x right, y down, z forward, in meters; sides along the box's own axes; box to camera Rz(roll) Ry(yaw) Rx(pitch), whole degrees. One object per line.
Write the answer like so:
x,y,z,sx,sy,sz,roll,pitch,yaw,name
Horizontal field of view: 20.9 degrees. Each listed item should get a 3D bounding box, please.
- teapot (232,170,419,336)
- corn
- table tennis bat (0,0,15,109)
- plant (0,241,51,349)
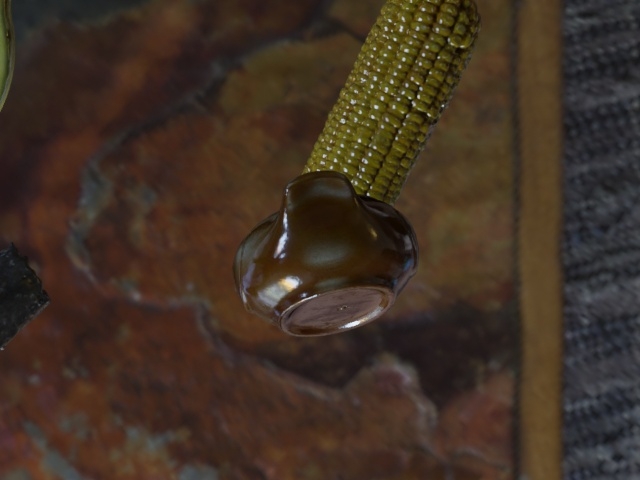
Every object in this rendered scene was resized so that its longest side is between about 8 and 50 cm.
0.000,0.000,0.905,0.098,0.129,0.078,-13,72,-1,teapot
0.042,-0.081,1.109,0.068,0.068,0.207,24,93,-27,corn
-0.297,-0.187,1.337,0.368,0.054,0.224,-37,91,7,table tennis bat
-0.340,0.068,1.699,0.143,0.094,0.092,-36,146,-17,plant
